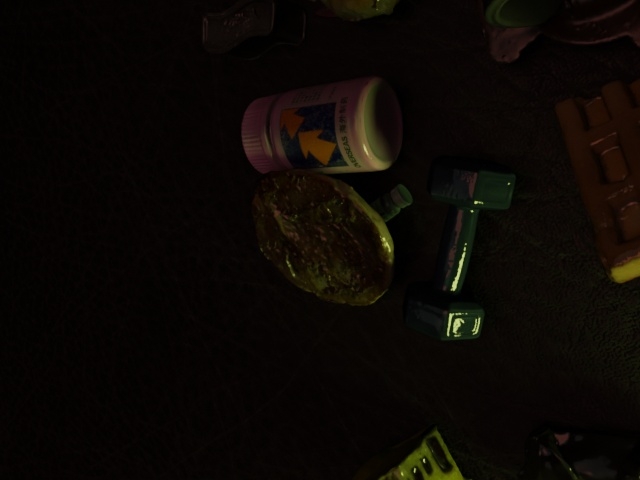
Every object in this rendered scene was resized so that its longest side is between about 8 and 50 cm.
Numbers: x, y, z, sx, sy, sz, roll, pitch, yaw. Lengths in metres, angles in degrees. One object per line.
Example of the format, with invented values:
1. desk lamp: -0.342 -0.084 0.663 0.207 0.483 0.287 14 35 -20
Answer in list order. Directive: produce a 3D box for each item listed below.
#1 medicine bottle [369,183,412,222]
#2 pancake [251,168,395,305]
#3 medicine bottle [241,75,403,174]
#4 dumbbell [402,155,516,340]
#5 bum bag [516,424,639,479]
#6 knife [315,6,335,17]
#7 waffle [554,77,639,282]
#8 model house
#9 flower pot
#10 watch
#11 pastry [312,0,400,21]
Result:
1. medicine bottle: 0.103 -0.045 1.164 0.191 0.051 0.051 -35 76 33
2. pancake: -0.001 0.001 1.166 0.356 0.065 0.356 22 133 25
3. medicine bottle: 0.001 -0.221 1.134 0.290 0.178 0.178 1 97 35
4. dumbbell: 0.242 0.013 1.014 0.144 0.160 0.325 11 104 5
5. bum bag: 0.476 0.378 0.935 0.326 0.079 0.142 -16 91 35
6. knife: 0.089 -0.477 1.138 0.247 0.018 0.035 2 100 38
7. waffle: 0.516 -0.128 0.763 0.348 0.077 0.304 -27 54 37
8. model house: 0.191 0.518 1.093 0.174 0.193 0.234 -37 78 33
9. flower pot: -0.152 -0.470 1.254 0.229 0.108 0.103 -2 96 37
10. watch: 0.334 -0.403 0.778 0.335 0.327 0.314 -11 90 37
11. pastry: 0.083 -0.543 1.055 0.236 0.120 0.257 40 112 33
